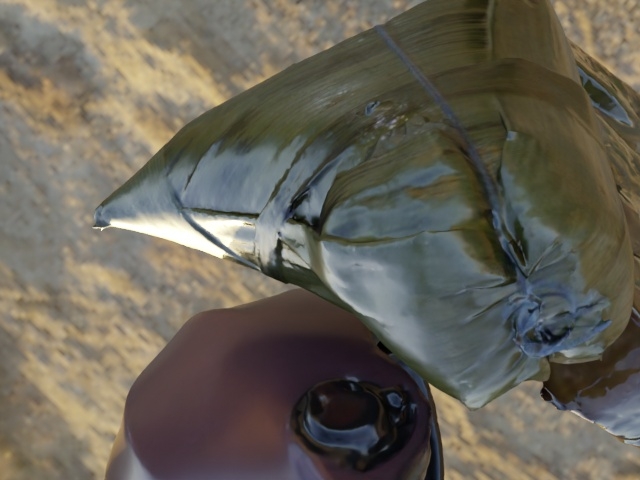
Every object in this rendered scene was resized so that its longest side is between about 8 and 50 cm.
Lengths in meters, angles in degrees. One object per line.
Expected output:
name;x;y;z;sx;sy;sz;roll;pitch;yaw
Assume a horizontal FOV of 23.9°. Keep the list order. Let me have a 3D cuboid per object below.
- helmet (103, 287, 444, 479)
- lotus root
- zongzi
helmet;-0.024;0.167;0.831;0.197;0.338;0.271;1;128;7
lotus root;0.217;-0.009;1.108;0.390;0.375;0.111;49;117;2
zongzi;0.000;0.000;0.702;0.274;0.251;0.125;-19;119;12
